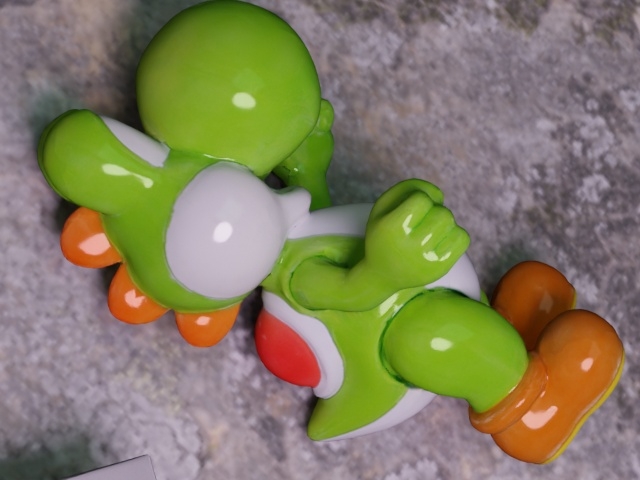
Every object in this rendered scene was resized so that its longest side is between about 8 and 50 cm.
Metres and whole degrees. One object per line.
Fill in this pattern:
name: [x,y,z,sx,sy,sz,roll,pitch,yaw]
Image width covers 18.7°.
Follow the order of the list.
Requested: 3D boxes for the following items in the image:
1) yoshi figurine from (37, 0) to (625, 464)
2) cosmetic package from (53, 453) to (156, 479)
yoshi figurine: [0.015,-0.022,1.180,0.362,0.203,0.203,27,51,-17]
cosmetic package: [-0.195,0.207,1.056,0.238,0.107,0.127,-11,83,-32]
